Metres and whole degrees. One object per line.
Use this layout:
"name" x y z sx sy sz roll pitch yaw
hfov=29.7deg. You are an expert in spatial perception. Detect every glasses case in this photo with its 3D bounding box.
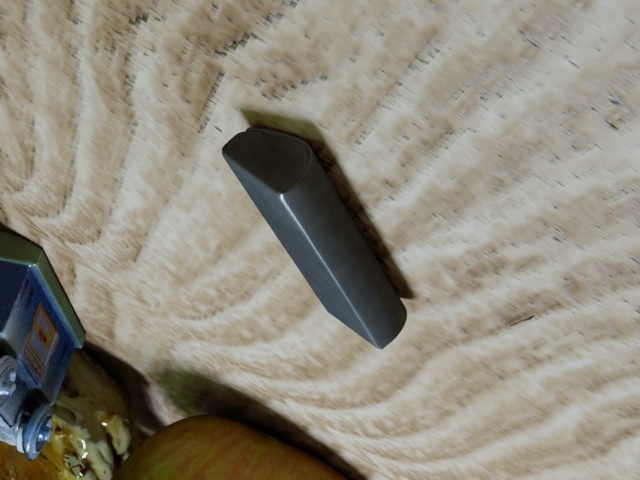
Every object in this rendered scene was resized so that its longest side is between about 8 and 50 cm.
"glasses case" 0.000 0.001 0.833 0.072 0.042 0.190 25 158 40

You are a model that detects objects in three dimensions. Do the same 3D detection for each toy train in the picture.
"toy train" -0.373 0.130 1.422 0.131 0.202 0.299 13 154 7

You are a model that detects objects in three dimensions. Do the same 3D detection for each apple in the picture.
"apple" -0.114 0.381 1.441 0.339 0.339 0.339 29 158 13

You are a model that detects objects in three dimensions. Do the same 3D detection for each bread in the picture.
"bread" -0.359 0.292 1.721 0.314 0.191 0.370 38 134 38
